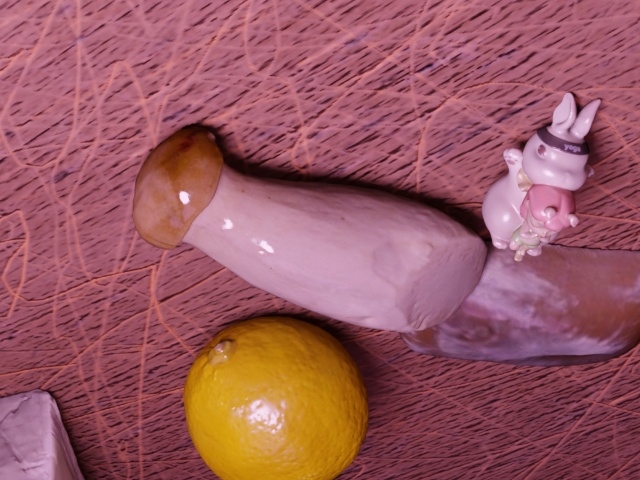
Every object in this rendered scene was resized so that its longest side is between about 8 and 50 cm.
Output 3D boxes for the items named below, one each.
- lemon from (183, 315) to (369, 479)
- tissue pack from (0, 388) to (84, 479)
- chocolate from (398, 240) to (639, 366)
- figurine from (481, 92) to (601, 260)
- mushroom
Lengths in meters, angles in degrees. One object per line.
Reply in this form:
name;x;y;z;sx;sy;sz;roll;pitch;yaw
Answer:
lemon;-0.046;0.160;1.876;0.178;0.178;0.203;-19;132;24
tissue pack;-0.370;0.380;2.044;0.297;0.207;0.380;-15;124;3
chocolate;0.202;0.077;1.848;0.254;0.080;0.157;4;147;-10
figurine;0.205;-0.048;1.642;0.081;0.098;0.146;-6;150;-32
mushroom;0.000;0.000;1.680;0.350;0.128;0.128;20;141;-25
